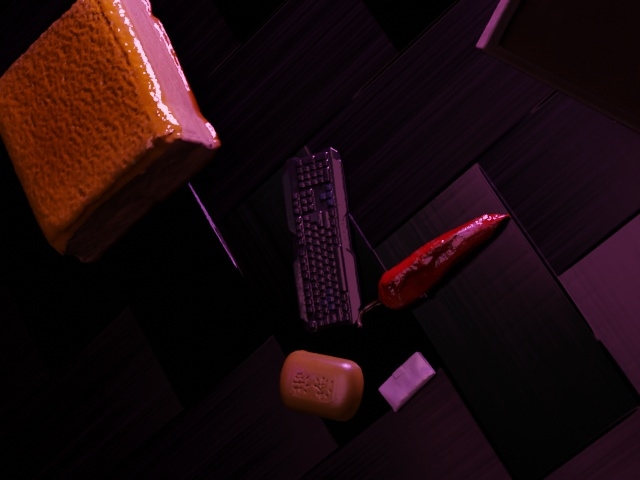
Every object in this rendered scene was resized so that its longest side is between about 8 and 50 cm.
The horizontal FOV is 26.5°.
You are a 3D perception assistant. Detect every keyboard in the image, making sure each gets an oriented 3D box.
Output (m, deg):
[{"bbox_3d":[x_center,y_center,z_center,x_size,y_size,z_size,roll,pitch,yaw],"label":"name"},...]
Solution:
[{"bbox_3d":[0.000,0.000,1.967,0.106,0.016,0.262,-14,77,31],"label":"keyboard"}]

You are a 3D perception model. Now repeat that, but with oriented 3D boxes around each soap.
[{"bbox_3d":[-0.001,0.206,1.928,0.140,0.045,0.089,8,86,33],"label":"soap"}]

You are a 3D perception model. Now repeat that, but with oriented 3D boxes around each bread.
[{"bbox_3d":[-0.348,-0.184,2.136,0.323,0.143,0.333,-36,67,25],"label":"bread"}]

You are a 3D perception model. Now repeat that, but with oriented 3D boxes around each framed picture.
[{"bbox_3d":[0.419,-0.353,1.588,0.446,0.326,0.028,-61,21,11],"label":"framed picture"}]

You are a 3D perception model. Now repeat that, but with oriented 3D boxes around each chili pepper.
[{"bbox_3d":[0.145,0.036,1.852,0.268,0.050,0.059,-36,51,23],"label":"chili pepper"}]

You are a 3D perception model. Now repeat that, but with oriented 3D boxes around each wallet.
[{"bbox_3d":[0.118,0.195,1.873,0.083,0.011,0.044,-46,63,20],"label":"wallet"}]
